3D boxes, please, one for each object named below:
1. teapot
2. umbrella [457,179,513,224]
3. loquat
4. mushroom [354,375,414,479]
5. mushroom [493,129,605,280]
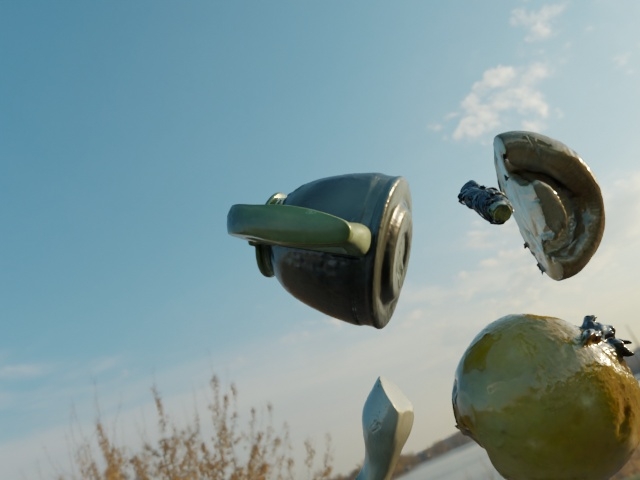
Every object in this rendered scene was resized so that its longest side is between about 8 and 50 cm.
[{"bbox_3d":[0.002,0.020,0.913,0.240,0.239,0.321,7,22,19],"label":"teapot"},{"bbox_3d":[0.196,-0.046,0.707,0.040,0.037,0.144,-37,11,7],"label":"umbrella"},{"bbox_3d":[0.294,0.197,0.765,0.244,0.243,0.244,-19,-22,-8],"label":"loquat"},{"bbox_3d":[0.106,0.360,1.066,0.093,0.225,0.116,18,8,12],"label":"mushroom"},{"bbox_3d":[0.421,-0.081,1.063,0.151,0.285,0.156,-25,5,-1],"label":"mushroom"}]
